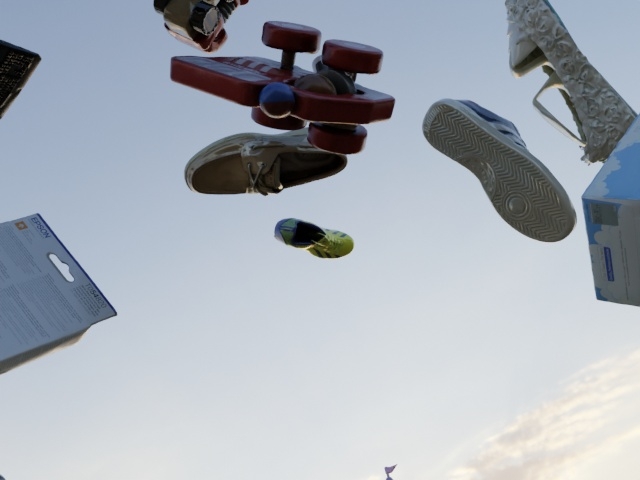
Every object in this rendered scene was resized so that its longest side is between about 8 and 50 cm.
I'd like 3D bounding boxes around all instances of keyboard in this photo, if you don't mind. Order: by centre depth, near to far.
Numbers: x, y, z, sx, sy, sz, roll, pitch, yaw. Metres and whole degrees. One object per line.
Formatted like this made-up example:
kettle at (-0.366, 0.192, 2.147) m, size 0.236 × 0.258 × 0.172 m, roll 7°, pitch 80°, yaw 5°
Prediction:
keyboard at (-0.542, -0.253, 1.127) m, size 0.100 × 0.038 × 0.192 m, roll 14°, pitch -38°, yaw -40°

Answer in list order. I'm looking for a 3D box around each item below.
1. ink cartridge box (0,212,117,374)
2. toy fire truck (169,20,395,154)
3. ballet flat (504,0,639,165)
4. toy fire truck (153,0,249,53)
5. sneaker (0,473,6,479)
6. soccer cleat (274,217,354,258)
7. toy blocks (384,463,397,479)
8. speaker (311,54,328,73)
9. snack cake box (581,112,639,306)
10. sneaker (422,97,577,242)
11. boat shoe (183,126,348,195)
ink cartridge box at (-0.441, 0.071, 0.968) m, size 0.224 × 0.223 × 0.045 m, roll -22°, pitch -26°, yaw -53°
toy fire truck at (-0.052, -0.236, 1.077) m, size 0.254 × 0.302 × 0.169 m, roll -23°, pitch -49°, yaw -51°
ballet flat at (0.430, -0.312, 1.259) m, size 0.147 × 0.409 × 0.147 m, roll -28°, pitch -16°, yaw -9°
toy fire truck at (-0.219, -0.475, 1.396) m, size 0.217 × 0.158 × 0.246 m, roll -60°, pitch -16°, yaw -10°
sneaker at (-0.727, 0.440, 1.085) m, size 0.185 × 0.202 × 0.482 m, roll -8°, pitch -6°, yaw 42°
soccer cleat at (-0.001, 0.001, 1.986) m, size 0.289 × 0.121 × 0.094 m, roll 15°, pitch -96°, yaw -38°
toy blocks at (0.091, 0.704, 1.647) m, size 0.288 × 0.260 × 0.309 m, roll -23°, pitch -54°, yaw 4°
speaker at (0.022, -0.295, 1.342) m, size 0.055 × 0.136 × 0.055 m, roll -10°, pitch -25°, yaw -5°
snack cake box at (0.415, -0.058, 0.836) m, size 0.264 × 0.089 × 0.152 m, roll -44°, pitch -55°, yaw -35°
sneaker at (0.357, -0.148, 1.293) m, size 0.148 × 0.350 × 0.131 m, roll -22°, pitch -24°, yaw -47°
boat shoe at (-0.100, -0.136, 1.265) m, size 0.302 × 0.098 × 0.109 m, roll -11°, pitch -55°, yaw -8°
